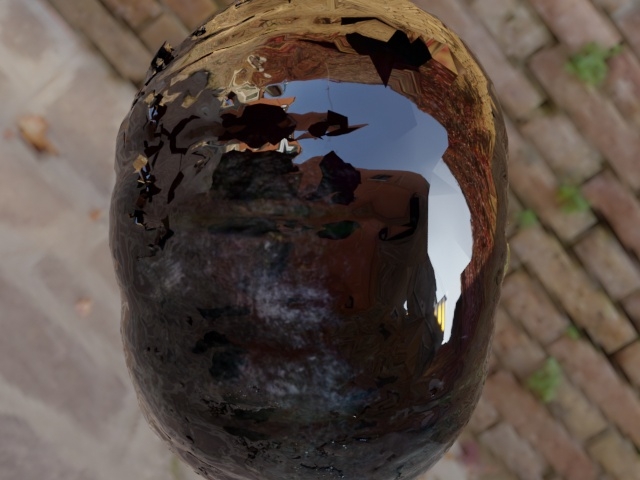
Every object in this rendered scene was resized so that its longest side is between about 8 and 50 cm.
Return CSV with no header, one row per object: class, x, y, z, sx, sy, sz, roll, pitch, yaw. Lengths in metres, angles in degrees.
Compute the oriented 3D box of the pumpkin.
pumpkin,0.000,0.000,0.763,0.233,0.163,0.233,3,90,-85
